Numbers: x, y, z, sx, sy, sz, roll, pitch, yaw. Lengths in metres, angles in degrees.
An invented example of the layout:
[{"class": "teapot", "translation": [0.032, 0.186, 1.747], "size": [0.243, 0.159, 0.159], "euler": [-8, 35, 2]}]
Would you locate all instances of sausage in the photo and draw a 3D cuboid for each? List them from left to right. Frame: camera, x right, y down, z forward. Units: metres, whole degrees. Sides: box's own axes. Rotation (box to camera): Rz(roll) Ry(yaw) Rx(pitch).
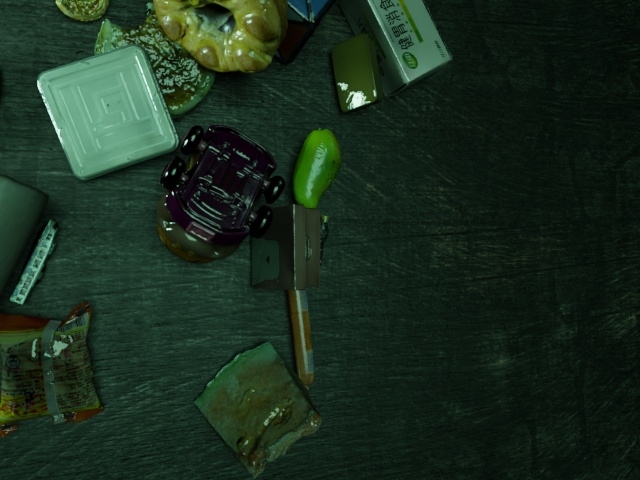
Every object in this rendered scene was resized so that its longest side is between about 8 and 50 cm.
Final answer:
[{"class": "sausage", "translation": [-0.055, 0.235, 1.359], "size": [0.054, 0.053, 0.347], "euler": [-7, 90, -19]}]

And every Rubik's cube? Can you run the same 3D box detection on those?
[{"class": "Rubik's cube", "translation": [-0.083, -0.663, 1.293], "size": [0.247, 0.250, 0.248], "euler": [37, 74, -14]}]

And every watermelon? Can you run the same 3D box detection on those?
[{"class": "watermelon", "translation": [-0.147, 0.442, 1.245], "size": [0.264, 0.302, 0.151], "euler": [-40, 134, -9]}]

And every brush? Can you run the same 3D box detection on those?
[{"class": "brush", "translation": [0.106, -0.473, 1.412], "size": [0.059, 0.123, 0.197], "euler": [-9, 90, -54]}]

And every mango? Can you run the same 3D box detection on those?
[{"class": "mango", "translation": [-0.010, -0.192, 1.367], "size": [0.126, 0.111, 0.232], "euler": [12, 85, -13]}]

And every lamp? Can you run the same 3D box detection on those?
[{"class": "lamp", "translation": [-0.506, -0.308, 1.198], "size": [0.267, 0.047, 0.268], "euler": [-20, 98, -4]}]

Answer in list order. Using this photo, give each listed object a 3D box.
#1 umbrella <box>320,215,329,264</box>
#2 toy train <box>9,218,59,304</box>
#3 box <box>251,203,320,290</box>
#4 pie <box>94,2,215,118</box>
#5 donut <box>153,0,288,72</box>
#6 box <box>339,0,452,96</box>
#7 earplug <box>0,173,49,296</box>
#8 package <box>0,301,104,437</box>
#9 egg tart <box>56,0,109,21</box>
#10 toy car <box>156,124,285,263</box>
[{"class": "umbrella", "translation": [0.000, 0.000, 1.398], "size": [0.037, 0.040, 0.143], "euler": [12, 82, -9]}, {"class": "toy train", "translation": [-0.666, 0.047, 1.165], "size": [0.047, 0.043, 0.207], "euler": [24, 80, -19]}, {"class": "box", "translation": [-0.091, 0.019, 1.274], "size": [0.086, 0.215, 0.214], "euler": [1, 87, -37]}, {"class": "pie", "translation": [-0.413, -0.456, 1.264], "size": [0.303, 0.067, 0.302], "euler": [1, 88, -18]}, {"class": "donut", "translation": [-0.226, -0.539, 1.152], "size": [0.317, 0.299, 0.150], "euler": [35, 59, -15]}, {"class": "box", "translation": [0.214, -0.615, 1.444], "size": [0.173, 0.145, 0.332], "euler": [-32, 98, -20]}, {"class": "earplug", "translation": [-0.784, 0.023, 0.985], "size": [0.313, 0.313, 0.393], "euler": [23, 81, -16]}, {"class": "package", "translation": [-0.631, 0.295, 1.134], "size": [0.224, 0.108, 0.287], "euler": [-6, 92, -17]}, {"class": "egg tart", "translation": [-0.587, -0.604, 1.214], "size": [0.129, 0.049, 0.128], "euler": [-15, 120, -27]}, {"class": "toy car", "translation": [-0.264, -0.102, 1.233], "size": [0.271, 0.240, 0.340], "euler": [31, 50, -16]}]
